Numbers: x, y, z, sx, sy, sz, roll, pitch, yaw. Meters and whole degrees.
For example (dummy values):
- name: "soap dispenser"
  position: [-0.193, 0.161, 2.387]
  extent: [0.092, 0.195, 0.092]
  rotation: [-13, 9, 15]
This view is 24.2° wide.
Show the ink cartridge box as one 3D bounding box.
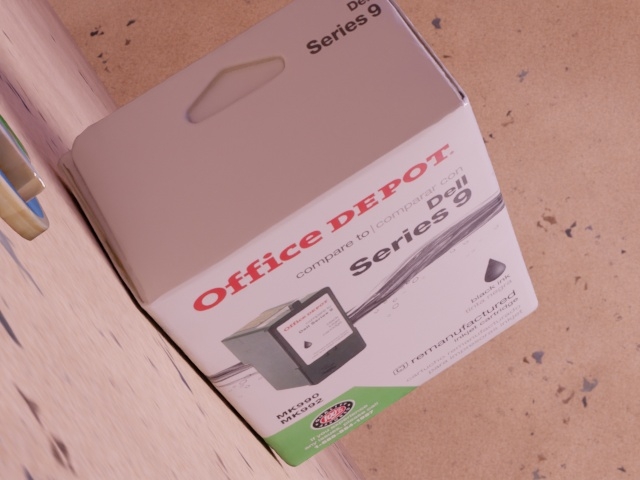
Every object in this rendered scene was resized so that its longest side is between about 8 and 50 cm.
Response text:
- name: "ink cartridge box"
  position: [0.000, 0.000, 0.918]
  extent: [0.121, 0.211, 0.289]
  rotation: [56, -1, 30]

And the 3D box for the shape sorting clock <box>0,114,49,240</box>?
- name: "shape sorting clock"
  position: [-0.136, -0.087, 0.415]
  extent: [0.206, 0.040, 0.206]
  rotation: [56, -2, 3]
